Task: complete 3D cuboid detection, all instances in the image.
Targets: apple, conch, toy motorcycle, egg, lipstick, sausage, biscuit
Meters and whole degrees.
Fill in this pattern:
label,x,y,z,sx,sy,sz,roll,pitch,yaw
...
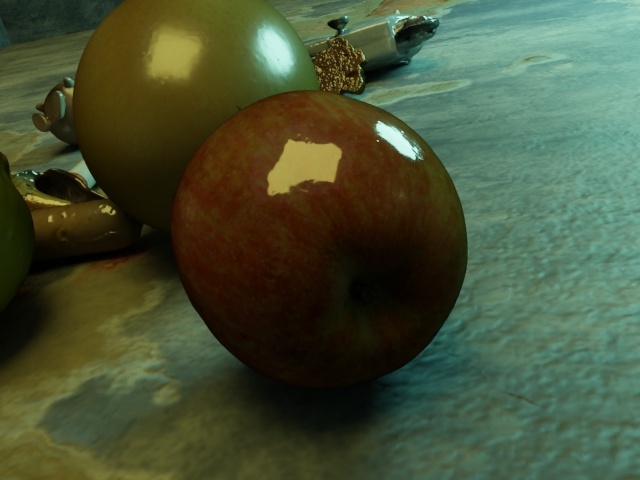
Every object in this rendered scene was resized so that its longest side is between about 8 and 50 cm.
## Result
label,x,y,z,sx,sy,sz,roll,pitch,yaw
apple,0.000,0.000,0.439,0.188,0.188,0.174,-20,31,-14
conch,-0.348,-0.045,0.828,0.232,0.080,0.086,8,50,-5
toy motorcycle,0.084,-0.343,1.196,0.260,0.110,0.171,-16,9,11
egg,-0.123,-0.134,0.690,0.250,0.250,0.322,-14,29,-1
lipstick,-0.334,-0.083,0.929,0.038,0.038,0.131,-8,26,11
sausage,-0.340,0.002,0.738,0.301,0.066,0.066,-9,26,6
biscuit,0.017,-0.272,1.105,0.130,0.019,0.119,-24,65,16

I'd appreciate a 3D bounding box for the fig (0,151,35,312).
label,x,y,z,sx,sy,sz,roll,pitch,yaw
fig,-0.419,0.005,0.566,0.326,0.258,0.258,-30,28,-4

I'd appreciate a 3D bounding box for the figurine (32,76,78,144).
label,x,y,z,sx,sy,sz,roll,pitch,yaw
figurine,-0.419,-0.228,1.166,0.125,0.125,0.138,5,20,33
